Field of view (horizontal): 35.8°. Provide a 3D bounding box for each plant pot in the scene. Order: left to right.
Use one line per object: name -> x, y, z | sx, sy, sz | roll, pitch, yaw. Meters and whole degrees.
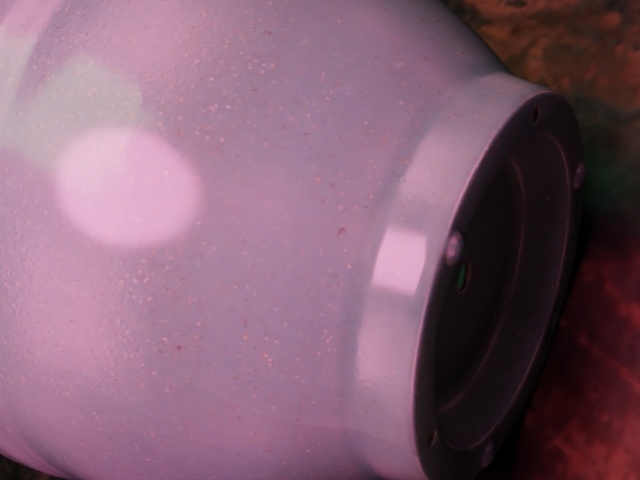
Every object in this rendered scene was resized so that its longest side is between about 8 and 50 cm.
plant pot -> 0.000, 0.000, 0.457 | 0.196, 0.293, 0.293 | 15, 76, 30
